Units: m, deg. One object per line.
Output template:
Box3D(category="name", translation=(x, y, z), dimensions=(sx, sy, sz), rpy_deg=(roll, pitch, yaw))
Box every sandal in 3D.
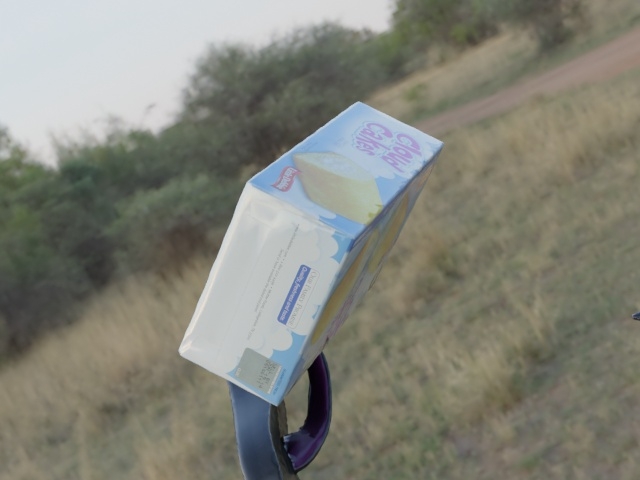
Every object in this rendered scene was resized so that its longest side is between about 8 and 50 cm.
Box3D(category="sandal", translation=(-0.036, 0.181, 1.436), dimensions=(0.107, 0.167, 0.445), rpy_deg=(-21, 30, 1))

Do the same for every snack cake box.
Box3D(category="snack cake box", translation=(0.000, 0.000, 1.007), dimensions=(0.152, 0.089, 0.264), rpy_deg=(-67, -10, 25))

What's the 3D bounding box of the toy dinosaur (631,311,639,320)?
Box3D(category="toy dinosaur", translation=(0.199, 0.031, 0.544), dimensions=(0.268, 0.064, 0.118), rpy_deg=(-51, -32, 4))
